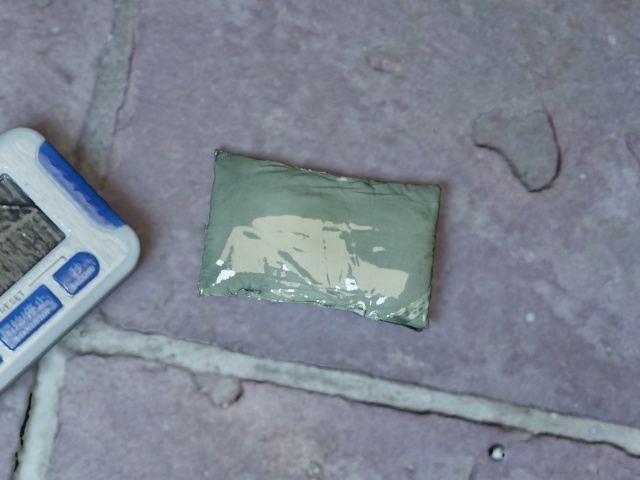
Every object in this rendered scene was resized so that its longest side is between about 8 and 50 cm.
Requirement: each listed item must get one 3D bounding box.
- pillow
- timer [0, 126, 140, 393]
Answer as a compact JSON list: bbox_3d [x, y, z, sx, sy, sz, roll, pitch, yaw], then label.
[{"bbox_3d":[0.000,0.000,1.383,0.230,0.050,0.148,10,73,-6],"label":"pillow"},{"bbox_3d":[-0.306,0.035,1.323,0.253,0.078,0.178,-43,86,-13],"label":"timer"}]
